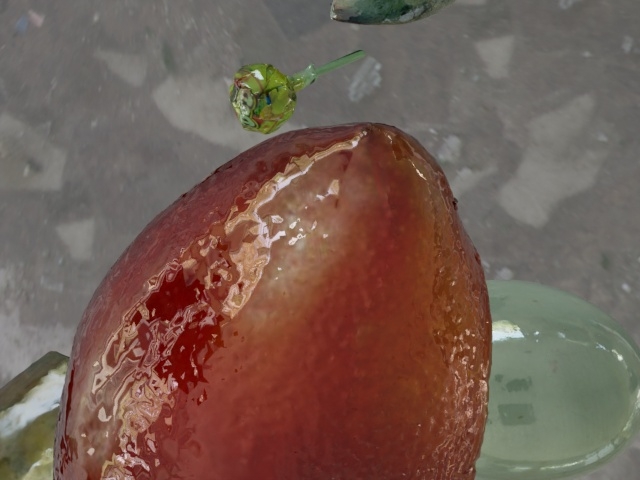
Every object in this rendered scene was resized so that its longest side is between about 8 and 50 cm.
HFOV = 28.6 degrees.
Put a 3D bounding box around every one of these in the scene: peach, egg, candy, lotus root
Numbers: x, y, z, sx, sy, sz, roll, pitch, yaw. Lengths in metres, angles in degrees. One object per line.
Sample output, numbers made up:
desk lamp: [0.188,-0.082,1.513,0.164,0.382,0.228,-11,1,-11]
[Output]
peach: [-0.023,0.084,0.498,0.159,0.154,0.267,3,137,-23]
egg: [0.180,0.156,1.403,0.371,0.230,0.230,3,108,27]
candy: [-0.014,-0.148,1.140,0.058,0.194,0.062,9,116,33]
lotus root: [-0.292,0.264,1.173,0.149,0.267,0.260,31,63,19]

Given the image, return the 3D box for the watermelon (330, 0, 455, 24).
watermelon: [0.126,-0.396,1.447,0.175,0.321,0.188,12,144,-4]
